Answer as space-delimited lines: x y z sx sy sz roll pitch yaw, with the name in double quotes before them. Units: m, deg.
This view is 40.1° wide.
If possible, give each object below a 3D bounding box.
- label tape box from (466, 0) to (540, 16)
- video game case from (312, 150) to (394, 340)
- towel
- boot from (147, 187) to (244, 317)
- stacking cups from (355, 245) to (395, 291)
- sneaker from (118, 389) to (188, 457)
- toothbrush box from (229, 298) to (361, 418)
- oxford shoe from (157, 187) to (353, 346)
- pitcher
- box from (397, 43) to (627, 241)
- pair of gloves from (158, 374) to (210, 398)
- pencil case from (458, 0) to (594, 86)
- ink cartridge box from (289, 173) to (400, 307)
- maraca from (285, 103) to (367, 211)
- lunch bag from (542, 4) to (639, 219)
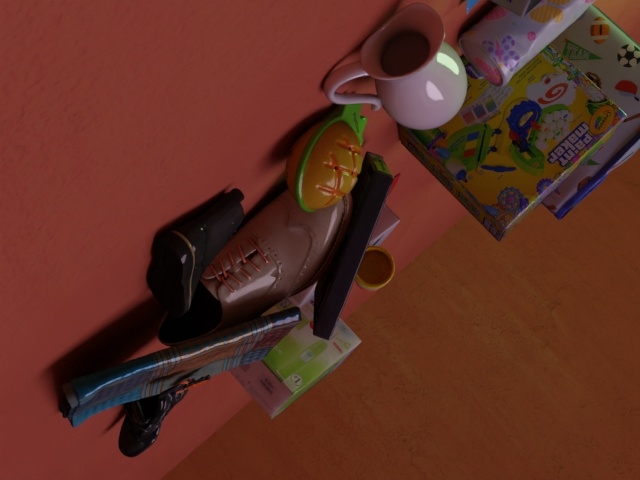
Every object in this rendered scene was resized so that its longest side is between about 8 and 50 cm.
"label tape box" 0.328 -0.428 1.147 0.249 0.115 0.348 -41 167 -8
"video game case" 0.049 -0.001 1.439 0.248 0.035 0.275 -91 -159 -78
"towel" -0.227 0.205 1.398 0.370 0.040 0.271 -17 167 -21
"boot" -0.166 0.022 1.228 0.137 0.077 0.198 -42 172 -31
"stacking cups" 0.123 0.084 2.078 0.096 0.096 0.316 -42 171 -5
"sneaker" -0.366 0.361 1.773 0.227 0.087 0.130 -51 165 22
"toothbrush box" -0.073 0.254 2.078 0.283 0.206 0.122 -29 162 -49
"oxford shoe" -0.104 0.047 1.366 0.397 0.140 0.146 -48 165 25
"pitcher" 0.106 -0.217 1.197 0.177 0.125 0.207 -24 162 13
"box" 0.340 -0.203 1.606 0.290 0.279 0.177 -42 169 0
"pair of gloves" -0.225 0.242 1.450 0.074 0.010 0.083 -28 166 23
"pencil case" 0.354 -0.377 1.436 0.273 0.113 0.124 -43 -171 -2
"ink cartridge box" 0.065 0.005 1.992 0.296 0.066 0.261 -37 169 -30
"maraca" 0.016 -0.123 1.247 0.186 0.099 0.127 -57 155 -24
"lunch bag" 0.543 -0.283 1.909 0.385 0.328 0.239 -49 166 23
